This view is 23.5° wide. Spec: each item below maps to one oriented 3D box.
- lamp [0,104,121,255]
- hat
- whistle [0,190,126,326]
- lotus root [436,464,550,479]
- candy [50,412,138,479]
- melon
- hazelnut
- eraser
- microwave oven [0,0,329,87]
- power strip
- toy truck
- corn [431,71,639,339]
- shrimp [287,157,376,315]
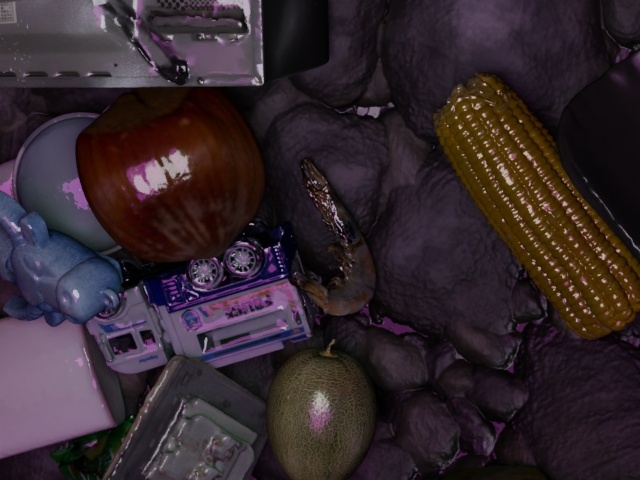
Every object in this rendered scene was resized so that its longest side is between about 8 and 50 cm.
[{"bbox_3d":[-0.310,-0.061,1.889,0.246,0.108,0.179,-19,93,11],"label":"lamp"},{"bbox_3d":[0.459,-0.033,1.783,0.366,0.257,0.382,-36,56,-11],"label":"hat"},{"bbox_3d":[-0.335,0.027,1.814,0.269,0.093,0.180,19,134,31],"label":"whistle"},{"bbox_3d":[0.163,0.386,1.879,0.314,0.210,0.142,-19,109,-2],"label":"lotus root"},{"bbox_3d":[-0.266,0.323,1.936,0.078,0.203,0.141,22,129,-35],"label":"candy"},{"bbox_3d":[0.002,0.209,1.879,0.139,0.139,0.192,7,106,7],"label":"melon"},{"bbox_3d":[-0.170,-0.080,1.780,0.212,0.181,0.181,-29,125,-17],"label":"hazelnut"},{"bbox_3d":[-0.399,0.185,1.953,0.270,0.095,0.174,-17,93,12],"label":"eraser"},{"bbox_3d":[-0.235,-0.296,1.705,0.432,0.374,0.236,1,102,13],"label":"microwave oven"},{"bbox_3d":[-0.140,0.259,1.852,0.064,0.213,0.198,19,79,44],"label":"power strip"},{"bbox_3d":[-0.149,0.080,1.885,0.268,0.124,0.155,-17,103,9],"label":"toy truck"},{"bbox_3d":[0.257,-0.040,1.804,0.131,0.131,0.344,-38,92,13],"label":"corn"},{"bbox_3d":[-0.002,0.001,1.844,0.035,0.148,0.195,-25,93,42],"label":"shrimp"}]
